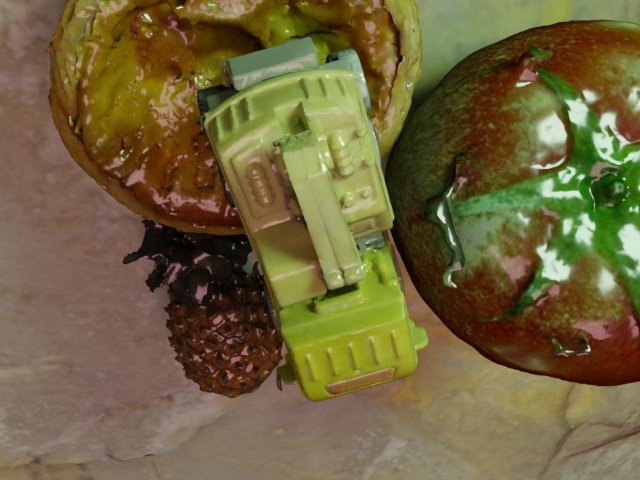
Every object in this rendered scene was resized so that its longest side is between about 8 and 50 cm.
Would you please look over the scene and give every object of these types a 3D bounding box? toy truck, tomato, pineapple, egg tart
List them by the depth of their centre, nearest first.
[{"bbox_3d":[0.000,0.000,0.711,0.124,0.157,0.272,-15,128,0],"label":"toy truck"},{"bbox_3d":[-0.067,-0.139,0.760,0.290,0.115,0.290,-7,128,-9],"label":"egg tart"},{"bbox_3d":[0.207,-0.026,0.825,0.303,0.303,0.239,-15,176,-2],"label":"tomato"},{"bbox_3d":[-0.110,0.033,0.913,0.125,0.125,0.251,-15,129,-2],"label":"pineapple"}]
